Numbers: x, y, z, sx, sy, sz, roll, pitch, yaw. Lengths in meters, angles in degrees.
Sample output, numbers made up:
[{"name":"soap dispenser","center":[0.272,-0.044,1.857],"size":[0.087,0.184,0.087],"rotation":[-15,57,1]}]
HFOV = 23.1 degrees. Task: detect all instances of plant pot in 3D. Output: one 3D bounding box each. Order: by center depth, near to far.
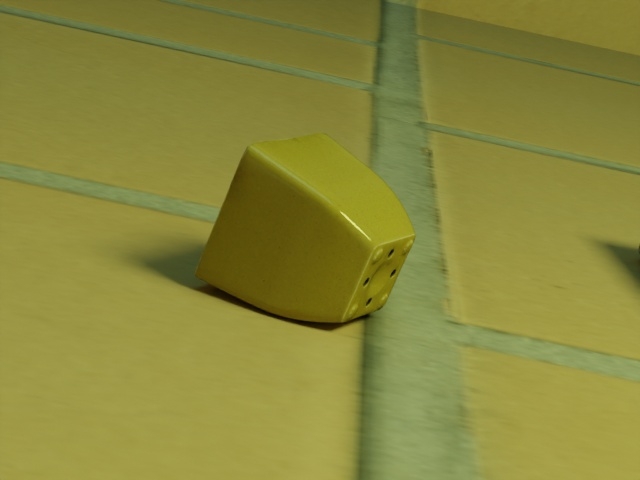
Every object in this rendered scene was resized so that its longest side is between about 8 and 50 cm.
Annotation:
[{"name":"plant pot","center":[0.000,0.000,0.827],"size":[0.083,0.081,0.081],"rotation":[32,22,22]}]

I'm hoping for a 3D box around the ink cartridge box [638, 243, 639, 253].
[{"name":"ink cartridge box","center":[0.364,0.043,0.980],"size":[0.275,0.060,0.239],"rotation":[11,17,-7]}]
